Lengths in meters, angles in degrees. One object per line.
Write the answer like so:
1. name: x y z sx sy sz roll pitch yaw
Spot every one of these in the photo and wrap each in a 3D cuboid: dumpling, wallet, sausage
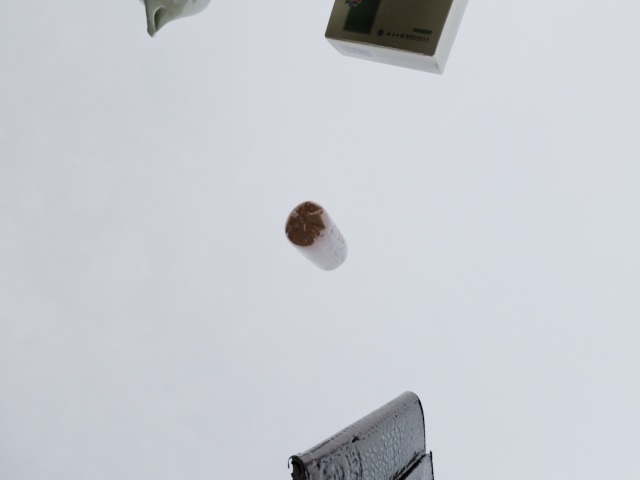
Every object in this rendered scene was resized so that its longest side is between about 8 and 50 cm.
1. dumpling: -0.234 -0.467 0.680 0.252 0.131 0.179 -41 -131 37
2. wallet: 0.066 0.275 0.489 0.039 0.243 0.133 -16 -101 38
3. sausage: 0.000 0.001 0.787 0.086 0.289 0.086 -2 -103 10

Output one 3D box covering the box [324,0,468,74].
1. box: 0.137 -0.405 0.730 0.212 0.095 0.168 22 -82 24
